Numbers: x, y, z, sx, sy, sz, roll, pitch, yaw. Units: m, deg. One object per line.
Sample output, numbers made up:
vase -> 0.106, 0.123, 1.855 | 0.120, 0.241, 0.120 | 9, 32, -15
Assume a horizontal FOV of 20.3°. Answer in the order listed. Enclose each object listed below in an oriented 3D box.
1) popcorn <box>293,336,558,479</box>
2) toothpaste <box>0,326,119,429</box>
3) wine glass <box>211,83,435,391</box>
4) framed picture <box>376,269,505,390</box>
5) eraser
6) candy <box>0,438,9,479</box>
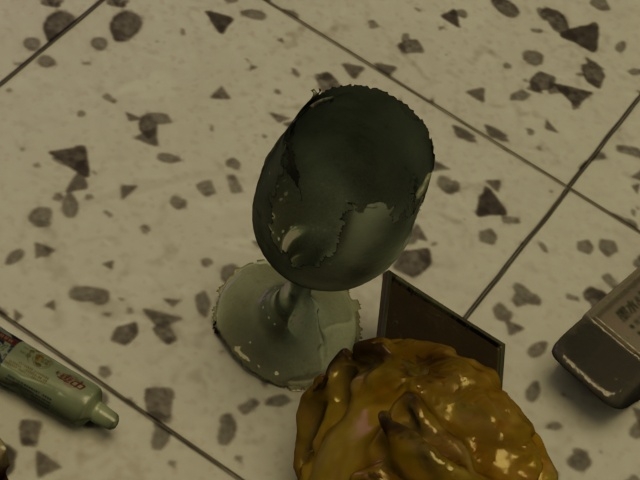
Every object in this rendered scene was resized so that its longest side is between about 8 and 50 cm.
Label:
popcorn -> 0.074, 0.200, 1.422 | 0.190, 0.250, 0.250 | 32, 37, -40
toothpaste -> -0.271, 0.100, 1.525 | 0.233, 0.038, 0.060 | 29, 47, 12
wine glass -> 0.000, 0.000, 1.498 | 0.143, 0.321, 0.143 | 5, 58, -9
framed picture -> 0.108, 0.104, 1.595 | 0.149, 0.011, 0.109 | 32, 44, -26
eraser -> 0.346, 0.053, 1.712 | 0.089, 0.061, 0.352 | 42, 54, 18
candy -> -0.403, 0.124, 1.408 | 0.179, 0.135, 0.321 | -27, 61, -31
